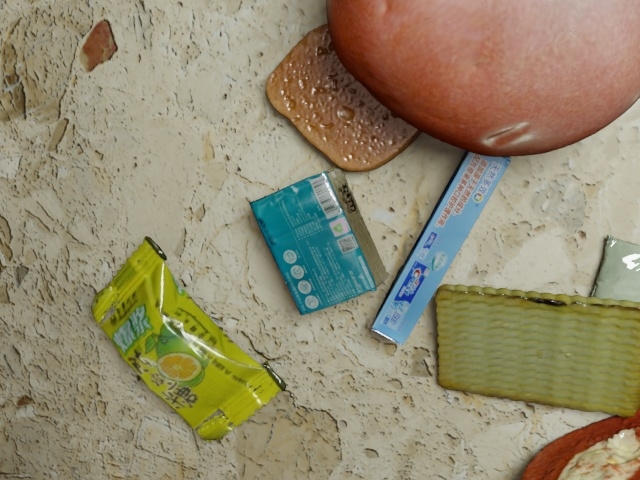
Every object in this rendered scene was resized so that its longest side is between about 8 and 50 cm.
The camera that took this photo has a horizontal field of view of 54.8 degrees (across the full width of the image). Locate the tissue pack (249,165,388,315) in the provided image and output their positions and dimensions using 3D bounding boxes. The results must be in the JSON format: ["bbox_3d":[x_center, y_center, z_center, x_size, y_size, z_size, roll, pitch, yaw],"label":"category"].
[{"bbox_3d":[0.000,0.000,0.809,0.120,0.082,0.169,-22,98,21],"label":"tissue pack"}]

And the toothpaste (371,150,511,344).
[{"bbox_3d":[0.147,0.003,0.775,0.053,0.066,0.272,29,111,7],"label":"toothpaste"}]

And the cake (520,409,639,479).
[{"bbox_3d":[0.385,0.314,0.735,0.283,0.177,0.150,-29,95,27],"label":"cake"}]

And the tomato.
[{"bbox_3d":[0.171,-0.243,0.581,0.342,0.273,0.341,0,91,9],"label":"tomato"}]

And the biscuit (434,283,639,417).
[{"bbox_3d":[0.272,0.134,0.768,0.255,0.029,0.172,5,122,21],"label":"biscuit"}]

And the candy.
[{"bbox_3d":[-0.206,0.157,0.912,0.187,0.081,0.297,-42,91,23],"label":"candy"}]

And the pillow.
[{"bbox_3d":[0.436,0.091,0.727,0.230,0.050,0.148,15,103,12],"label":"pillow"}]

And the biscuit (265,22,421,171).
[{"bbox_3d":[0.048,-0.191,0.769,0.192,0.036,0.186,43,109,2],"label":"biscuit"}]
